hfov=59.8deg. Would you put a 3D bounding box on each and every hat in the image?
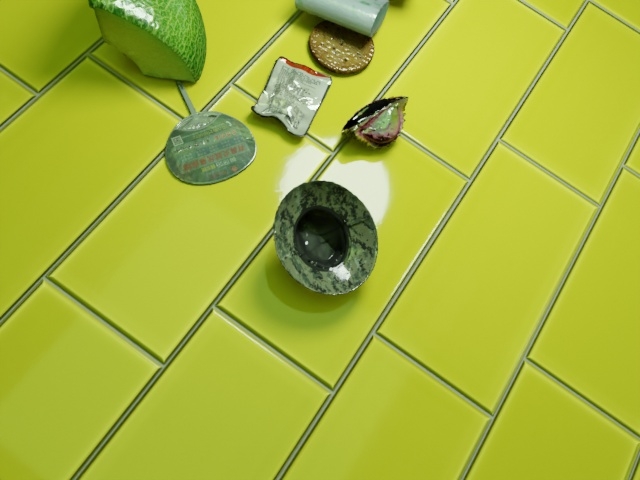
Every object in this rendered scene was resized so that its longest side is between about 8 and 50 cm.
[{"bbox_3d":[0.000,0.000,1.288,0.265,0.128,0.266,2,82,-17],"label":"hat"}]

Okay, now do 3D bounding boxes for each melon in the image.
[{"bbox_3d":[-0.431,-0.601,1.407,0.331,0.226,0.344,21,63,-42],"label":"melon"}]

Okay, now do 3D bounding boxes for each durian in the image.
[{"bbox_3d":[0.145,-0.293,1.454,0.186,0.119,0.108,-34,116,-8],"label":"durian"}]

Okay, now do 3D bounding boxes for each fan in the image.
[{"bbox_3d":[-0.312,-0.253,1.393,0.294,0.012,0.223,35,69,4],"label":"fan"}]

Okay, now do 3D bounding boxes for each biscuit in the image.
[{"bbox_3d":[0.058,-0.542,1.553,0.187,0.027,0.188,3,68,-7],"label":"biscuit"}]

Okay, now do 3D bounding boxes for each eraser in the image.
[{"bbox_3d":[0.061,-0.653,1.541,0.227,0.081,0.174,22,45,6],"label":"eraser"}]

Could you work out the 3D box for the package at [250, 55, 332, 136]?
[{"bbox_3d":[-0.076,-0.379,1.468,0.166,0.040,0.232,23,60,-4],"label":"package"}]
